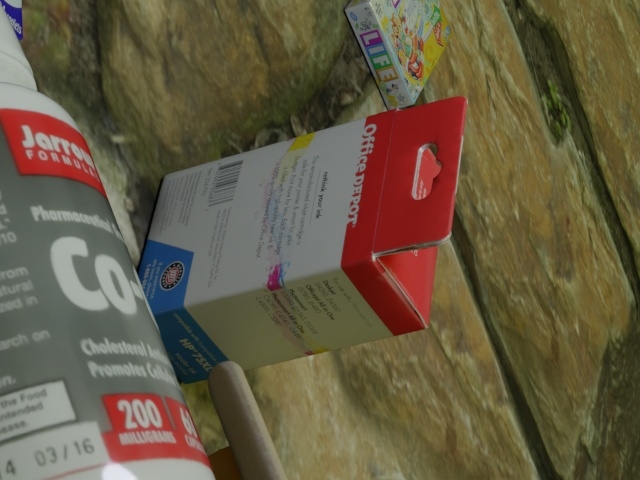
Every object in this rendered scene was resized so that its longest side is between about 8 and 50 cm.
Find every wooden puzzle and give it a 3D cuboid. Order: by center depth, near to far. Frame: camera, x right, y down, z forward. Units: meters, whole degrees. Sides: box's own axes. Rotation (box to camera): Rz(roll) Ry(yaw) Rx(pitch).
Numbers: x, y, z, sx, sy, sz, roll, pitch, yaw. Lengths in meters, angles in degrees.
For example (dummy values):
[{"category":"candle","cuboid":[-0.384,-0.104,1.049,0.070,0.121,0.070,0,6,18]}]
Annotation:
[{"category":"wooden puzzle","cuboid":[-0.013,0.224,1.154,0.221,0.044,0.239,-116,-174,-51]}]

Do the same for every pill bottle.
[{"category":"pill bottle","cuboid":[-0.167,0.028,0.863,0.161,0.161,0.283,20,43,-60]}]

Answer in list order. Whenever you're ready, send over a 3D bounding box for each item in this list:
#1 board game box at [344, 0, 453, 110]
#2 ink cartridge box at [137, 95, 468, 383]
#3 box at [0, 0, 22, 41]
[{"category":"board game box","cuboid":[0.073,-0.198,1.674,0.103,0.026,0.154,64,28,-22]},{"category":"ink cartridge box","cuboid":[0.000,0.000,1.194,0.078,0.231,0.134,53,34,-38]},{"category":"box","cuboid":[-0.220,-0.185,1.000,0.126,0.072,0.137,47,35,-68]}]
